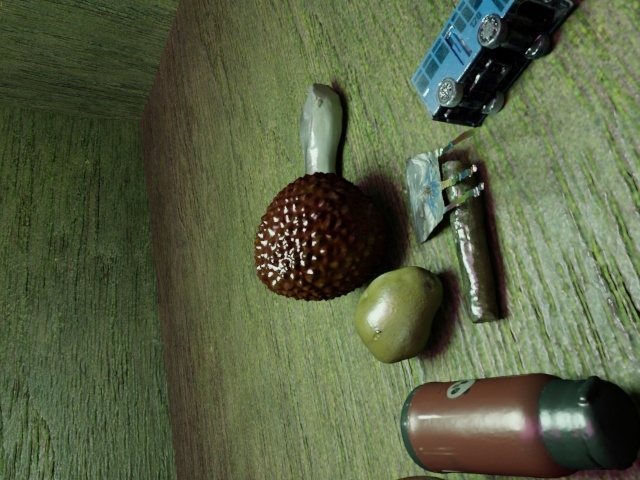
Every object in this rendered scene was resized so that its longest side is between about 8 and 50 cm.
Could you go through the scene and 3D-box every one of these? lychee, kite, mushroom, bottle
[{"bbox_3d":[0.000,0.000,1.075,0.276,0.304,0.275,39,151,27],"label":"lychee"},{"bbox_3d":[0.199,-0.105,0.879,0.310,0.015,0.169,125,139,-74],"label":"kite"},{"bbox_3d":[0.002,-0.205,1.240,0.109,0.097,0.351,7,99,61],"label":"mushroom"},{"bbox_3d":[0.268,0.262,0.730,0.336,0.144,0.144,-32,62,54],"label":"bottle"}]

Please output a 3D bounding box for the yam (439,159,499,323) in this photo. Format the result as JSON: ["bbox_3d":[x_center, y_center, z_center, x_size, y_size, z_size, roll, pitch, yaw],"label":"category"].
[{"bbox_3d":[0.249,0.000,0.856,0.061,0.061,0.274,-24,69,56],"label":"yam"}]

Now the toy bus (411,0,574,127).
[{"bbox_3d":[0.254,-0.304,0.802,0.234,0.116,0.133,-57,40,43],"label":"toy bus"}]

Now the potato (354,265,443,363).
[{"bbox_3d":[0.149,0.132,0.951,0.194,0.157,0.157,-52,46,27],"label":"potato"}]

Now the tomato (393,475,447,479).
[{"bbox_3d":[0.152,0.530,0.790,0.317,0.283,0.316,-178,90,-76],"label":"tomato"}]
